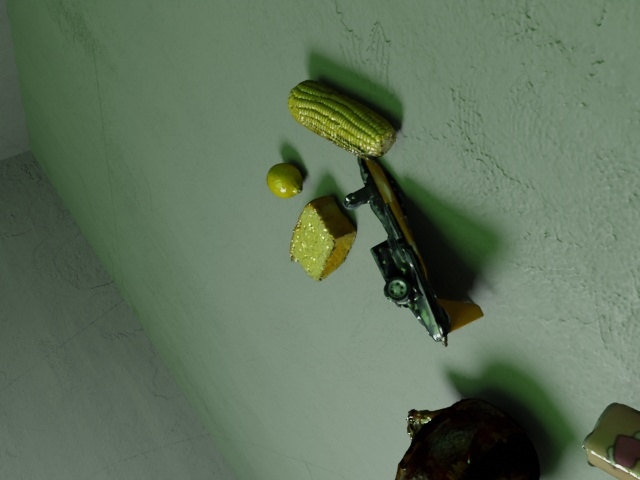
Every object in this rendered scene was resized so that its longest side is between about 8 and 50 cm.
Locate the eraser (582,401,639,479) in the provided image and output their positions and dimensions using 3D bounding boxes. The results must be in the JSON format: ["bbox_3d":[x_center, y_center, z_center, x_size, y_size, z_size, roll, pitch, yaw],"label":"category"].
[{"bbox_3d":[0.428,0.266,0.617,0.171,0.087,0.290,29,175,-42],"label":"eraser"}]

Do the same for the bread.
[{"bbox_3d":[0.000,0.000,1.120,0.103,0.065,0.187,47,146,20],"label":"bread"}]

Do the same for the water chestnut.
[{"bbox_3d":[0.206,0.347,0.947,0.238,0.223,0.224,30,138,38],"label":"water chestnut"}]

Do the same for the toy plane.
[{"bbox_3d":[0.110,0.008,0.920,0.316,0.103,0.204,58,-176,12],"label":"toy plane"}]

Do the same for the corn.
[{"bbox_3d":[0.028,-0.178,0.925,0.203,0.072,0.072,35,141,36],"label":"corn"}]

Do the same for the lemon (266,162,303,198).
[{"bbox_3d":[-0.063,-0.107,1.128,0.083,0.062,0.062,35,141,31],"label":"lemon"}]
